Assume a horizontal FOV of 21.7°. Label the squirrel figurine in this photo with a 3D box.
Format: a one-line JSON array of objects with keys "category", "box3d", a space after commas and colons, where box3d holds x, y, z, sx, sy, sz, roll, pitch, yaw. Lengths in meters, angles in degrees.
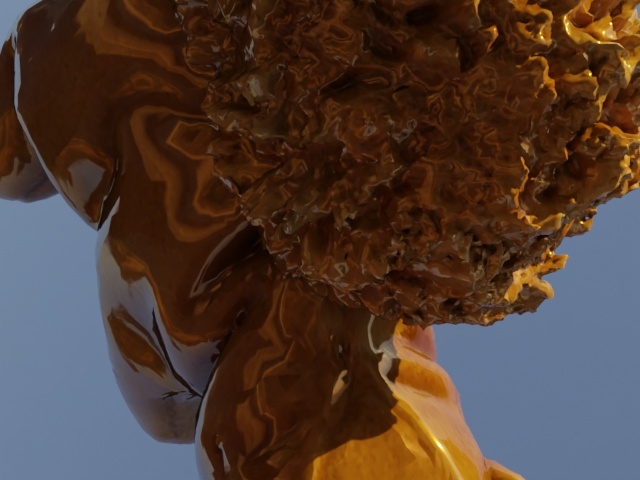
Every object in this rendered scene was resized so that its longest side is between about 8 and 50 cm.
[{"category": "squirrel figurine", "box3d": [0.000, 0.000, 0.817, 0.397, 0.281, 0.370, 118, -32, -50]}]
